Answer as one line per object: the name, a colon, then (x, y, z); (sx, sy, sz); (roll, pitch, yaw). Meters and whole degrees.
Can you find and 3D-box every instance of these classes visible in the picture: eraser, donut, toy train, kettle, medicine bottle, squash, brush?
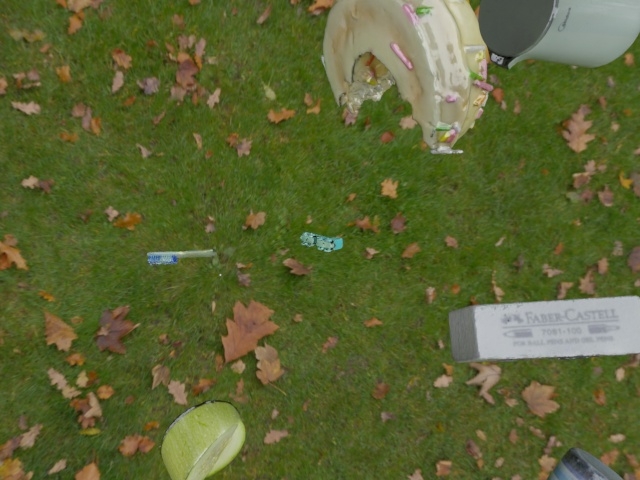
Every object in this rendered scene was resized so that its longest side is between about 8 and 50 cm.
eraser: (0.434, 0.178, 1.000); (0.353, 0.077, 0.111); (-6, 73, 14)
donut: (0.147, -0.344, 0.923); (0.150, 0.371, 0.307); (-28, 130, -21)
toy train: (0.000, 0.000, 1.011); (0.045, 0.092, 0.029); (-13, 110, -43)
kettle: (0.246, -0.236, 0.504); (0.148, 0.127, 0.098); (-9, 67, -31)
medicine bottle: (0.291, 0.362, 0.629); (0.084, 0.083, 0.203); (31, 96, -8)
squash: (-0.266, 0.504, 1.233); (0.220, 0.133, 0.220); (-25, 132, -31)
brush: (-0.340, 0.041, 1.236); (0.179, 0.033, 0.030); (-3, 57, 13)
